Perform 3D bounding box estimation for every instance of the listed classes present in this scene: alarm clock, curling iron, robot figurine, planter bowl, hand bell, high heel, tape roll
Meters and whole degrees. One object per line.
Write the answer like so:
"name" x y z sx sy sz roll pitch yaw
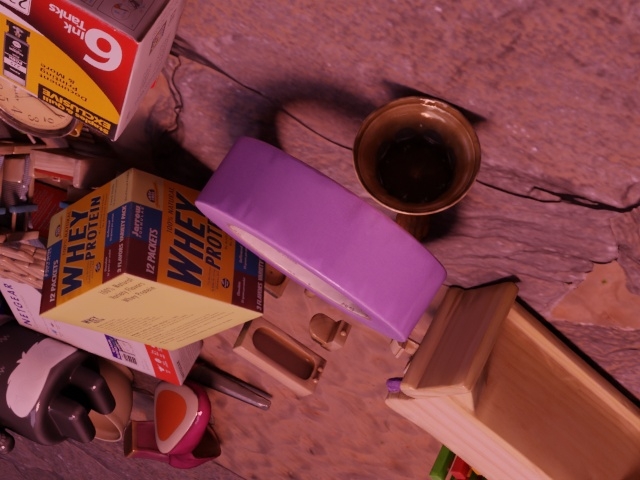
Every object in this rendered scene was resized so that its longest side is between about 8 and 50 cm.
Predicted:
"alarm clock" -0.314 -0.178 1.495 0.192 0.064 0.129 20 143 8
"curling iron" -0.204 0.211 2.060 0.274 0.035 0.068 20 162 11
"robot figurine" -0.469 0.227 2.060 0.278 0.209 0.174 20 110 22
"planter bowl" -0.391 0.260 2.218 0.162 0.109 0.162 21 151 12
"hand bell" 0.098 -0.045 1.353 0.126 0.126 0.242 23 163 10
"high heel" -0.200 0.307 2.144 0.181 0.127 0.377 5 164 -22
"tape roll" 0.000 0.000 1.390 0.274 0.090 0.275 33 175 4

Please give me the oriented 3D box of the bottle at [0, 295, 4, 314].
"bottle" -0.594 0.120 2.159 0.092 0.118 0.283 18 150 17

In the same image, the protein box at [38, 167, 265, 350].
"protein box" -0.205 0.030 1.572 0.201 0.136 0.199 19 151 -37

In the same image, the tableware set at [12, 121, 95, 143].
"tableware set" -0.363 -0.161 1.611 0.154 0.024 0.104 15 148 23

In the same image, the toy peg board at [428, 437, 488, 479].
"toy peg board" 0.250 0.343 1.837 0.160 0.079 0.161 -5 138 45

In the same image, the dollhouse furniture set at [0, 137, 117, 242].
"dollhouse furniture set" -0.377 -0.055 1.628 0.183 0.129 0.129 12 -169 28

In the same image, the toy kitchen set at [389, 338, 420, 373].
"toy kitchen set" 0.114 0.169 1.677 0.068 0.075 0.083 29 147 1

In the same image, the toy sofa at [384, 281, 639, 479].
"toy sofa" 0.265 0.216 1.549 0.362 0.150 0.177 39 154 -19

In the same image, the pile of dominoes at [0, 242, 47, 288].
"pile of dominoes" -0.423 0.020 1.764 0.251 0.040 0.196 13 164 31

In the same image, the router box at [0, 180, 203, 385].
"router box" -0.345 0.058 1.883 0.301 0.082 0.335 18 150 18

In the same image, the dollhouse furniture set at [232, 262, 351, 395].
"dollhouse furniture set" -0.018 0.084 1.577 0.144 0.151 0.123 35 150 -17

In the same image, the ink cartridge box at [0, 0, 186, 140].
"ink cartridge box" -0.308 -0.250 1.314 0.309 0.130 0.272 29 152 -2
